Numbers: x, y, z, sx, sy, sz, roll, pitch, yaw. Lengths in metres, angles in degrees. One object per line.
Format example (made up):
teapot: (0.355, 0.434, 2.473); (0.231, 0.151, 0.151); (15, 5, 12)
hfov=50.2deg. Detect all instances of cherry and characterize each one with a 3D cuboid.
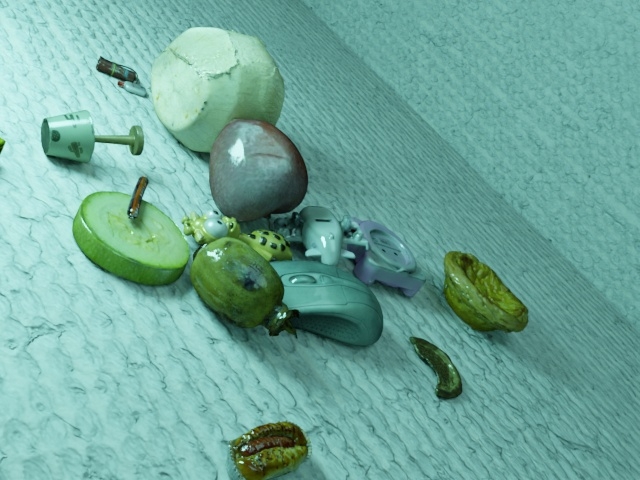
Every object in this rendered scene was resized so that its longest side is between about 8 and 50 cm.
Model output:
cherry: (-0.161, -0.177, 1.746); (0.261, 0.221, 0.307); (-15, 83, -36)

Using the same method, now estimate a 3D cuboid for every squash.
squash: (-0.388, -0.011, 1.432); (0.252, 0.049, 0.252); (28, 26, -15)

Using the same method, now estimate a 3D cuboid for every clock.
clock: (0.178, 0.041, 1.984); (0.228, 0.090, 0.247); (18, 30, -33)

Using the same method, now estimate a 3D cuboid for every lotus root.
lotus root: (-0.153, 0.106, 1.416); (0.278, 0.154, 0.154); (43, 27, 11)

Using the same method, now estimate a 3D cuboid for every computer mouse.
computer mouse: (0.011, 0.135, 1.609); (0.371, 0.122, 0.188); (16, 32, -29)

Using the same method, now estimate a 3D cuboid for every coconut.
coconut: (-0.275, -0.421, 1.917); (0.346, 0.346, 0.360); (48, 30, 22)

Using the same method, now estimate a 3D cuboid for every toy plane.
toy plane: (0.001, -0.005, 1.797); (0.267, 0.122, 0.267); (10, 30, -6)

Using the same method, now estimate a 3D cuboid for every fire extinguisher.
fire extinguisher: (-0.582, -0.487, 1.981); (0.132, 0.039, 0.056); (18, 63, -32)

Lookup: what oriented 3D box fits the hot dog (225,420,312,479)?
hot dog: (-0.085, 0.366, 1.184); (0.192, 0.053, 0.099); (-4, 51, -49)

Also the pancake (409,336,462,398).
pancake: (0.290, 0.320, 1.744); (0.190, 0.020, 0.184); (43, 28, 14)

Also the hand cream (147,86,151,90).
hand cream: (-0.449, -0.471, 2.105); (0.087, 0.054, 0.186); (33, 33, 2)

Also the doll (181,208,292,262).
doll: (-0.191, -0.006, 1.618); (0.291, 0.086, 0.117); (18, 29, -32)

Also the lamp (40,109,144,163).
lamp: (-0.516, -0.235, 1.554); (0.215, 0.121, 0.121); (-3, 45, -34)

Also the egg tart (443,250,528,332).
egg tart: (0.489, 0.174, 2.096); (0.341, 0.129, 0.341); (29, 26, -16)

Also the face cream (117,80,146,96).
face cream: (-0.544, -0.441, 1.969); (0.083, 0.021, 0.040); (14, 35, -38)

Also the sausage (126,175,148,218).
sausage: (-0.399, -0.096, 1.495); (0.198, 0.025, 0.028); (-99, 162, -58)

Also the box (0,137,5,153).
box: (-0.747, -0.211, 1.313); (0.220, 0.064, 0.141); (32, 28, -5)
